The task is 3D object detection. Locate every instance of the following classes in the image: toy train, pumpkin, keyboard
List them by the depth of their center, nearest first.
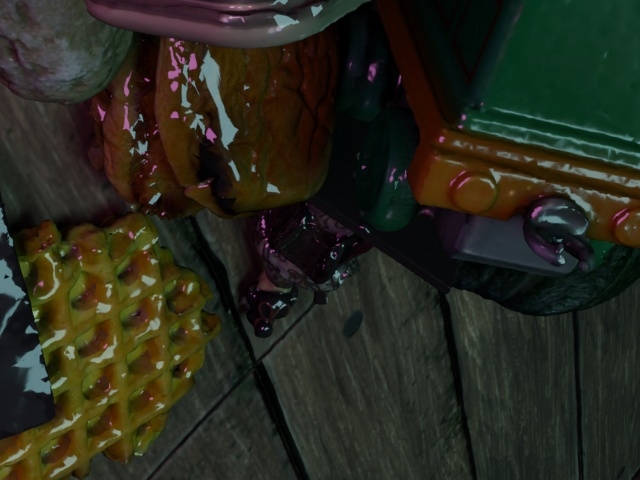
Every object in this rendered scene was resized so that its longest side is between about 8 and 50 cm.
[{"bbox_3d":[-0.221,0.043,0.793,0.074,0.015,0.196,-18,118,-21],"label":"keyboard"},{"bbox_3d":[0.126,-0.142,0.842,0.178,0.429,0.249,11,123,-14],"label":"toy train"},{"bbox_3d":[0.246,-0.050,1.179,0.293,0.197,0.263,-59,170,-56],"label":"pumpkin"}]

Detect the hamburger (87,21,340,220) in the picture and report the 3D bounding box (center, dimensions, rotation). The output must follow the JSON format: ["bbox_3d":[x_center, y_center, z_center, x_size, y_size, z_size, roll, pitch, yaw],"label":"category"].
[{"bbox_3d":[-0.054,-0.106,0.854,0.183,0.130,0.206,-14,126,-54],"label":"hamburger"}]

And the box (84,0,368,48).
[{"bbox_3d":[-0.007,-0.225,0.630,0.274,0.138,0.178,-45,140,-48],"label":"box"}]

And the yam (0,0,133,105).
[{"bbox_3d":[-0.170,-0.192,0.615,0.133,0.133,0.330,-46,151,-21],"label":"yam"}]

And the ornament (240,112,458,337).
[{"bbox_3d":[0.000,0.000,1.058,0.196,0.166,0.153,-46,-165,37],"label":"ornament"}]

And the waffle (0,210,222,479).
[{"bbox_3d":[-0.186,0.107,0.918,0.291,0.051,0.291,-32,137,-35],"label":"waffle"}]
